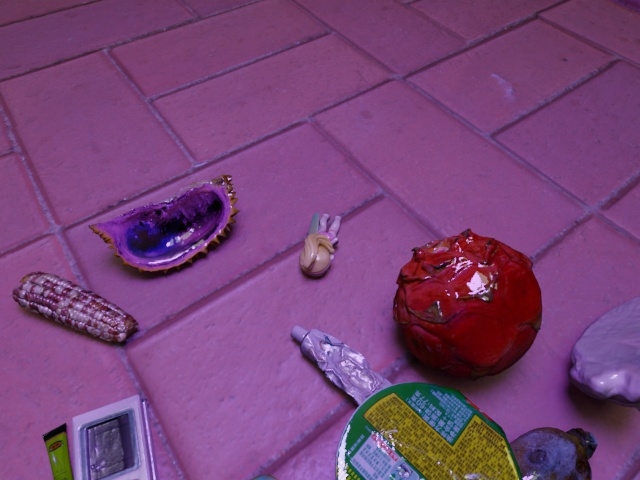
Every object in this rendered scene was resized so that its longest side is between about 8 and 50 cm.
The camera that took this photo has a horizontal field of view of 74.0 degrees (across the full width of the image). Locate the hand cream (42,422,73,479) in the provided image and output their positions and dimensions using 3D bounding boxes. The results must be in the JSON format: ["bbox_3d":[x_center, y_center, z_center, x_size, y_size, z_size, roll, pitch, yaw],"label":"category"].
[{"bbox_3d":[-0.391,0.339,0.641,0.036,0.023,0.122,-27,55,-16],"label":"hand cream"}]

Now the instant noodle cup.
[{"bbox_3d":[0.111,0.318,0.538,0.207,0.233,0.207,2,51,-3],"label":"instant noodle cup"}]

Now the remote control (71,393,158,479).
[{"bbox_3d":[-0.284,0.370,0.600,0.102,0.056,0.277,-16,56,-14],"label":"remote control"}]

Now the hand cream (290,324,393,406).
[{"bbox_3d":[0.049,0.228,0.722,0.257,0.050,0.084,39,59,20],"label":"hand cream"}]

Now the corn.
[{"bbox_3d":[-0.443,0.123,0.769,0.237,0.079,0.079,22,56,10],"label":"corn"}]

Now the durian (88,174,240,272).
[{"bbox_3d":[-0.291,-0.047,0.867,0.260,0.154,0.186,-18,34,-7],"label":"durian"}]

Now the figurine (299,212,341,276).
[{"bbox_3d":[0.000,0.000,0.874,0.083,0.083,0.187,16,45,10],"label":"figurine"}]

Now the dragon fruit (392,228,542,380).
[{"bbox_3d":[0.235,0.104,0.693,0.240,0.252,0.241,7,22,-3],"label":"dragon fruit"}]

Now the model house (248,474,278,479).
[{"bbox_3d":[-0.040,0.415,0.467,0.215,0.237,0.303,-23,55,-15],"label":"model house"}]

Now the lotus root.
[{"bbox_3d":[0.330,0.339,0.622,0.192,0.088,0.113,-27,75,-21],"label":"lotus root"}]

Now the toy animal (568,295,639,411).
[{"bbox_3d":[0.540,0.207,0.667,0.266,0.188,0.308,-15,9,26],"label":"toy animal"}]
